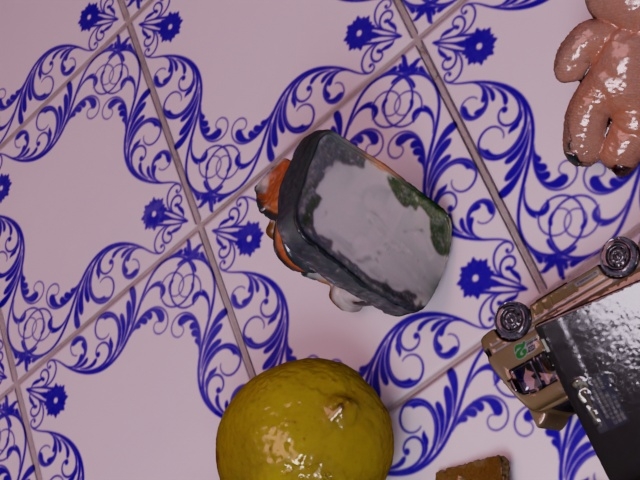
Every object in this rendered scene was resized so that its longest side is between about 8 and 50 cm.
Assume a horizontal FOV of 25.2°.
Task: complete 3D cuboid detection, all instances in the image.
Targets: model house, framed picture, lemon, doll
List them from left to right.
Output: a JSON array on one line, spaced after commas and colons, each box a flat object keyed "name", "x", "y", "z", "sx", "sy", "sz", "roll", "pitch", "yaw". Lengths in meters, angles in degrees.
[{"name": "lemon", "x": -0.023, "y": 0.291, "z": 1.995, "sx": 0.267, "sy": 0.267, "sz": 0.267, "roll": -15, "pitch": 66, "yaw": 36}, {"name": "model house", "x": 0.000, "y": 0.000, "z": 2.093, "sx": 0.301, "sy": 0.271, "sz": 0.190, "roll": -14, "pitch": 50, "yaw": 54}, {"name": "doll", "x": 0.408, "y": -0.243, "z": 1.913, "sx": 0.201, "sy": 0.156, "sz": 0.303, "roll": 16, "pitch": 108, "yaw": 3}, {"name": "framed picture", "x": 0.453, "y": 0.150, "z": 1.684, "sx": 0.338, "sy": 0.014, "sz": 0.255, "roll": -26, "pitch": 91, "yaw": 25}]

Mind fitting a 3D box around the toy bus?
[{"name": "toy bus", "x": 0.358, "y": 0.114, "z": 1.807, "sx": 0.289, "sy": 0.139, "sz": 0.157, "roll": -33, "pitch": 63, "yaw": 24}]

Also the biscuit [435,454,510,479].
[{"name": "biscuit", "x": 0.205, "y": 0.405, "z": 1.893, "sx": 0.131, "sy": 0.025, "sz": 0.231, "roll": -24, "pitch": 56, "yaw": 44}]
